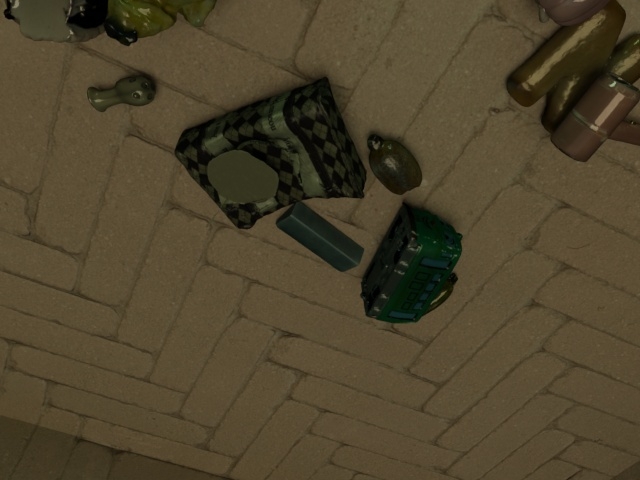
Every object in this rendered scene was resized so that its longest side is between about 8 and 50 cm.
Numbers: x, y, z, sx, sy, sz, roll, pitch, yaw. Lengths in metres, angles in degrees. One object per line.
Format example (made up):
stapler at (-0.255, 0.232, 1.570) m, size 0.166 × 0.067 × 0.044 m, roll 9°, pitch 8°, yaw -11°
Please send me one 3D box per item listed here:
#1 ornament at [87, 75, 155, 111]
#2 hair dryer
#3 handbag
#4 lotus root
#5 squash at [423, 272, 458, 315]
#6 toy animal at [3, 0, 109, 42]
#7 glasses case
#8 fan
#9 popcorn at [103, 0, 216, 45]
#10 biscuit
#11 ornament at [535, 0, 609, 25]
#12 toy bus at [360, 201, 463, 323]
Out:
ornament at (-0.484, -0.365, 1.303) m, size 0.156 × 0.081 × 0.075 m, roll -9°, pitch 159°, yaw 12°
hair dryer at (0.732, -0.281, 1.274) m, size 0.345 × 0.106 × 0.189 m, roll 1°, pitch 134°, yaw -31°
handbag at (-0.115, -0.197, 1.355) m, size 0.417 × 0.180 × 0.316 m, roll -14°, pitch 127°, yaw 20°
lotus root at (0.187, -0.202, 1.388) m, size 0.113 × 0.088 × 0.192 m, roll -28°, pitch 120°, yaw 28°
squash at (0.339, 0.196, 1.685) m, size 0.066 × 0.066 × 0.252 m, roll 39°, pitch 119°, yaw -23°
toy animal at (-0.563, -0.533, 1.132) m, size 0.205 × 0.156 × 0.208 m, roll 2°, pitch 110°, yaw 5°
glasses case at (0.000, 0.000, 1.561) m, size 0.266 × 0.056 × 0.105 m, roll 36°, pitch 119°, yaw -22°
fan at (-0.231, -0.117, 1.352) m, size 0.182 × 0.010 × 0.310 m, roll 29°, pitch 135°, yaw -20°
popcorn at (-0.300, -0.565, 1.047) m, size 0.293 × 0.237 × 0.292 m, roll 2°, pitch 122°, yaw 3°
biscuit at (0.617, -0.397, 1.245) m, size 0.237 × 0.062 × 0.291 m, roll 35°, pitch 119°, yaw -22°
ornament at (0.505, -0.531, 1.083) m, size 0.178 × 0.177 × 0.177 m, roll 1°, pitch 126°, yaw 1°
toy bus at (0.263, 0.079, 1.530) m, size 0.200 × 0.183 × 0.343 m, roll 15°, pitch 126°, yaw -13°
